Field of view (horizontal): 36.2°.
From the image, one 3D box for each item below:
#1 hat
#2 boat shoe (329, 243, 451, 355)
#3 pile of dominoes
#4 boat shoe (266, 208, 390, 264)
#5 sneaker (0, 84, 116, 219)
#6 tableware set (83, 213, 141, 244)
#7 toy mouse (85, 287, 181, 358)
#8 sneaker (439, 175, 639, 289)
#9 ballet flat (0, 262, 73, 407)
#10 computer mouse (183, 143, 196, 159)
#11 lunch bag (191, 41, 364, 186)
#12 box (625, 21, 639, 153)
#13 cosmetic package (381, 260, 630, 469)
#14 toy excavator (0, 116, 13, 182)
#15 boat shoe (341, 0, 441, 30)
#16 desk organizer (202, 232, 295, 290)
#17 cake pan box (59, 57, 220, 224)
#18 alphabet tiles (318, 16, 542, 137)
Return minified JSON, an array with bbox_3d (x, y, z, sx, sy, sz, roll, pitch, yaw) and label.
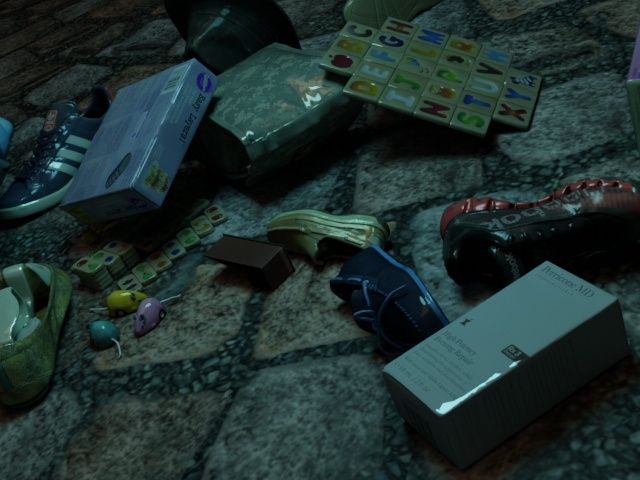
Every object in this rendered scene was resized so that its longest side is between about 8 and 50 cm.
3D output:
[{"bbox_3d":[-0.186,-0.355,1.851,0.331,0.331,0.134,9,63,41],"label":"hat"},{"bbox_3d":[0.082,0.084,1.171,0.089,0.109,0.258,-33,15,-6],"label":"boat shoe"},{"bbox_3d":[-0.280,-0.010,1.588,0.196,0.040,0.251,12,45,44],"label":"pile of dominoes"},{"bbox_3d":[0.000,0.000,1.374,0.190,0.068,0.072,-1,47,31],"label":"boat shoe"},{"bbox_3d":[-0.515,-0.182,1.905,0.131,0.148,0.350,6,40,39],"label":"sneaker"},{"bbox_3d":[-0.337,-0.034,1.642,0.154,0.024,0.104,-24,18,30],"label":"tableware set"},{"bbox_3d":[-0.281,0.112,1.399,0.161,0.031,0.143,-15,31,12],"label":"toy mouse"},{"bbox_3d":[0.267,0.000,1.167,0.276,0.098,0.135,-8,32,26],"label":"sneaker"},{"bbox_3d":[-0.435,0.101,1.435,0.123,0.123,0.348,-21,30,2],"label":"ballet flat"},{"bbox_3d":[-0.271,-0.206,1.859,0.272,0.072,0.189,-18,49,17],"label":"computer mouse"},{"bbox_3d":[-0.080,-0.211,1.656,0.235,0.169,0.287,-33,27,-18],"label":"lunch bag"},{"bbox_3d":[0.558,-0.233,1.334,0.243,0.117,0.213,-3,35,28],"label":"box"},{"bbox_3d":[0.195,0.125,1.026,0.231,0.085,0.117,-32,32,-16],"label":"cosmetic package"},{"bbox_3d":[-0.685,-0.162,1.857,0.433,0.222,0.445,-51,18,42],"label":"toy excavator"},{"bbox_3d":[0.155,-0.511,2.062,0.285,0.103,0.092,-31,26,-23],"label":"boat shoe"},{"bbox_3d":[-0.104,0.031,1.405,0.130,0.047,0.050,10,45,43],"label":"desk organizer"},{"bbox_3d":[-0.298,-0.162,1.607,0.245,0.070,0.267,-9,53,46],"label":"cake pan box"},{"bbox_3d":[0.181,-0.272,1.584,0.342,0.011,0.285,18,40,9],"label":"alphabet tiles"}]
